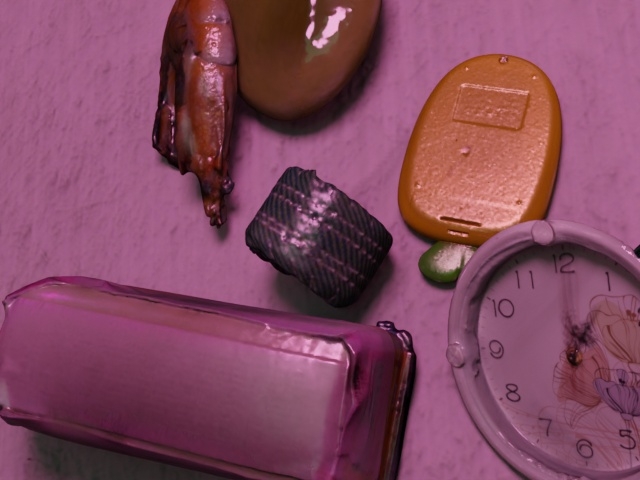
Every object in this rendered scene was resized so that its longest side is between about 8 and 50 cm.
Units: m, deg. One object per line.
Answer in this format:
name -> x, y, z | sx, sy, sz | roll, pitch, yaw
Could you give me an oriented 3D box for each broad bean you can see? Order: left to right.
broad bean -> -0.023, -0.253, 0.970 | 0.189, 0.121, 0.263 | 7, 77, 30

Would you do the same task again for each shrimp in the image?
shrimp -> -0.139, -0.140, 0.984 | 0.145, 0.059, 0.254 | 2, 93, 54

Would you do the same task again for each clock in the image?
clock -> 0.208, 0.096, 0.779 | 0.236, 0.053, 0.236 | 14, 110, 44

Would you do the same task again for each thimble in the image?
thimble -> -0.002, -0.001, 0.875 | 0.118, 0.135, 0.090 | 33, 86, 19

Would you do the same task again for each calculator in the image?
calculator -> 0.150, -0.070, 0.905 | 0.146, 0.032, 0.235 | 10, 75, 20

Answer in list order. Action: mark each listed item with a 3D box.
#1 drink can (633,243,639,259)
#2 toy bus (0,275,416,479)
drink can -> 0.336, 0.076, 0.756 | 0.118, 0.118, 0.205 | -39, 67, 3
toy bus -> -0.121, 0.121, 0.861 | 0.386, 0.162, 0.171 | 7, 77, 20
